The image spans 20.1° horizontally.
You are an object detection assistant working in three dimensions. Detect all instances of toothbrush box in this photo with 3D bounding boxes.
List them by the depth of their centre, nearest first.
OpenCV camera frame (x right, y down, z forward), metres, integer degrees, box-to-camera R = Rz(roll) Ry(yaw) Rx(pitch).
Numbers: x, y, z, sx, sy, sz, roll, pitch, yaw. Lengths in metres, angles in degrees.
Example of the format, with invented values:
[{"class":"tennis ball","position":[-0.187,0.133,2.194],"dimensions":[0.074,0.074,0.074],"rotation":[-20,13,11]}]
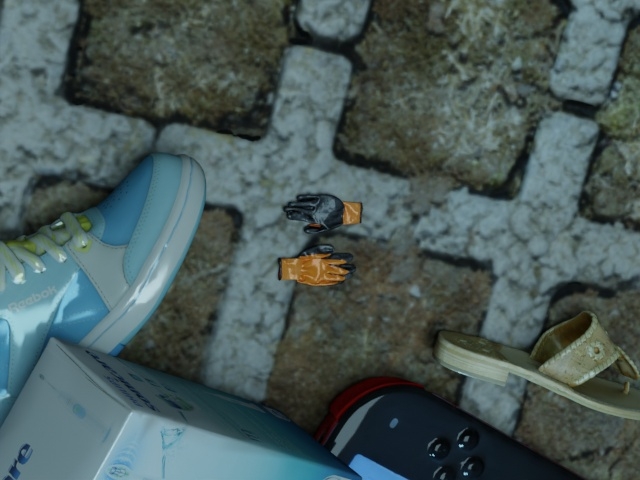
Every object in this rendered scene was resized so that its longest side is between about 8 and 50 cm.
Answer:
[{"class":"toothbrush box","position":[-0.139,0.228,1.484],"dimensions":[0.295,0.126,0.216],"rotation":[26,96,-48]}]

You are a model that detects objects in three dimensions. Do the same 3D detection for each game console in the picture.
[{"class":"game console","position":[0.077,0.346,1.685],"dimensions":[0.342,0.060,0.387],"rotation":[31,92,-20]}]

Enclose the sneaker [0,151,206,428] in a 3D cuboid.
[{"class":"sneaker","position":[-0.251,0.022,1.476],"dimensions":[0.208,0.127,0.319],"rotation":[37,89,-22]}]

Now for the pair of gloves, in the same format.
[{"class":"pair of gloves","position":[0.000,0.000,1.608],"dimensions":[0.074,0.010,0.083],"rotation":[3,101,-17]}]

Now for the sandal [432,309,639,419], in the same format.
[{"class":"sandal","position":[0.226,0.100,1.659],"dimensions":[0.240,0.088,0.079],"rotation":[14,104,-14]}]
